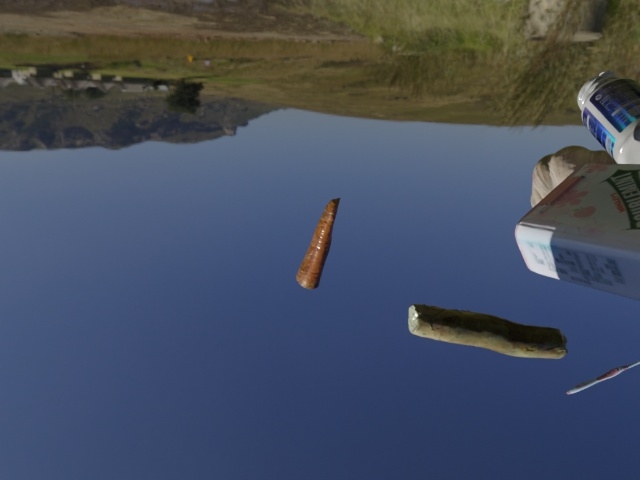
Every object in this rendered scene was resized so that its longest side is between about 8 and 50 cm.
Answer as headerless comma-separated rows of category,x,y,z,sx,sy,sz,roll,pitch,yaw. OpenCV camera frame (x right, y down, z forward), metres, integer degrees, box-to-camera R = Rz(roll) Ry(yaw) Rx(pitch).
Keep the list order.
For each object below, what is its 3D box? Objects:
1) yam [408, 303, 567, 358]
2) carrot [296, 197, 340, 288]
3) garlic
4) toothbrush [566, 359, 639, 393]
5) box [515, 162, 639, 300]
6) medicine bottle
yam,0.327,0.181,1.006,0.317,0.071,0.067,10,-146,-5
carrot,0.000,0.000,1.125,0.057,0.224,0.057,14,-153,-7
garlic,0.580,-0.101,1.144,0.227,0.228,0.152,14,-132,35
toothbrush,0.600,0.276,1.062,0.019,0.193,0.013,38,-153,-35
box,0.440,-0.005,0.609,0.190,0.112,0.369,-39,-156,-13
medicine bottle,0.521,-0.210,0.880,0.106,0.107,0.192,1,-138,-4
